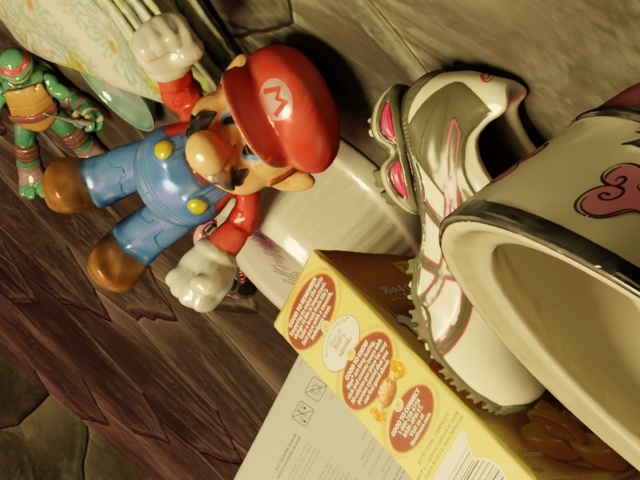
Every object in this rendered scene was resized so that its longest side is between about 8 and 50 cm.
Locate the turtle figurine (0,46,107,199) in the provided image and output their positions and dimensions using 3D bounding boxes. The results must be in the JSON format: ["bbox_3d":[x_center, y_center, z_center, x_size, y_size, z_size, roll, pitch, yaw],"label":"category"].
[{"bbox_3d":[-0.325,-0.144,2.153,0.175,0.118,0.234,-5,148,11],"label":"turtle figurine"}]

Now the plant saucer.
[{"bbox_3d":[-0.211,-0.165,1.987,0.119,0.021,0.119,39,163,15],"label":"plant saucer"}]

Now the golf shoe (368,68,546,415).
[{"bbox_3d":[0.125,0.006,1.398,0.120,0.105,0.273,-4,111,46],"label":"golf shoe"}]

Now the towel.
[{"bbox_3d":[-0.258,-0.274,1.733,0.374,0.090,0.320,25,153,48],"label":"towel"}]

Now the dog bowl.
[{"bbox_3d":[0.272,0.067,1.139,0.408,0.150,0.408,39,170,8],"label":"dog bowl"}]

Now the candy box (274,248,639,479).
[{"bbox_3d":[0.126,0.133,1.554,0.183,0.087,0.316,5,-148,-45],"label":"candy box"}]

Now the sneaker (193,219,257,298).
[{"bbox_3d":[-0.096,0.026,2.144,0.057,0.047,0.119,12,147,40],"label":"sneaker"}]

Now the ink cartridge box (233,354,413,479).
[{"bbox_3d":[0.075,0.243,1.800,0.330,0.324,0.071,33,-171,34],"label":"ink cartridge box"}]

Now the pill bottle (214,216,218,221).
[{"bbox_3d":[-0.093,-0.035,1.982,0.083,0.043,0.043,42,163,8],"label":"pill bottle"}]

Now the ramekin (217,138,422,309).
[{"bbox_3d":[0.000,0.000,1.744,0.207,0.109,0.207,40,163,15],"label":"ramekin"}]

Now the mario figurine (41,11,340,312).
[{"bbox_3d":[-0.120,-0.062,1.608,0.198,0.170,0.320,32,138,-28],"label":"mario figurine"}]
